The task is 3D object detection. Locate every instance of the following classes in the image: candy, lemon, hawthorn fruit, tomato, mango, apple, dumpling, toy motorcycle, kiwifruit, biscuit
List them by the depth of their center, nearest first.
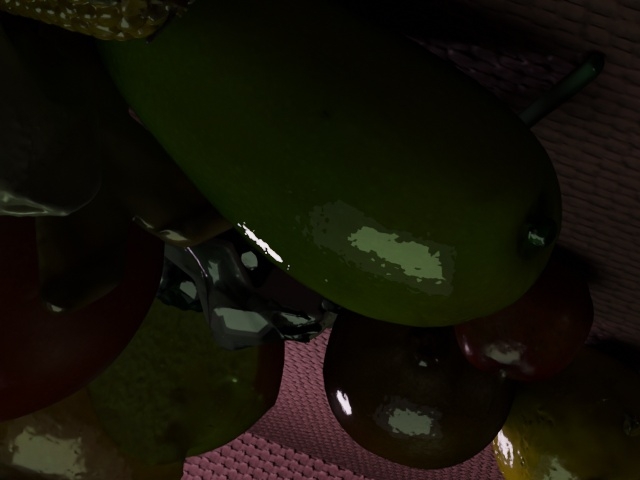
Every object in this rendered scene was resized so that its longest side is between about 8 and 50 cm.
[{"bbox_3d":[-0.006,-0.068,0.999,0.343,0.156,0.192,35,149,15],"label":"mango"},{"bbox_3d":[-0.238,-0.102,1.001,0.215,0.166,0.126,10,140,8],"label":"dumpling"},{"bbox_3d":[0.120,-0.065,1.067,0.091,0.083,0.305,-12,168,-24],"label":"candy"},{"bbox_3d":[-0.165,-0.067,1.077,0.208,0.164,0.047,59,163,10],"label":"biscuit"},{"bbox_3d":[-0.273,-0.013,1.222,0.321,0.322,0.321,21,166,5],"label":"tomato"},{"bbox_3d":[0.172,0.067,1.344,0.125,0.140,0.125,5,-165,-1],"label":"hawthorn fruit"},{"bbox_3d":[-0.047,-0.006,1.348,0.327,0.143,0.188,-1,133,30],"label":"toy motorcycle"},{"bbox_3d":[0.097,0.118,1.484,0.196,0.196,0.234,20,163,7],"label":"kiwifruit"},{"bbox_3d":[0.255,0.191,1.563,0.173,0.174,0.206,24,180,-7],"label":"lemon"},{"bbox_3d":[-0.237,0.133,1.731,0.384,0.374,0.374,24,166,-2],"label":"apple"}]

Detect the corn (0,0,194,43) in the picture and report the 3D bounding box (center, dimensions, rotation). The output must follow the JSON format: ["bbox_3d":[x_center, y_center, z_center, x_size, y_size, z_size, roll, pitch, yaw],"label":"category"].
[{"bbox_3d":[-0.203,-0.193,0.967,0.305,0.106,0.106,16,165,30],"label":"corn"}]

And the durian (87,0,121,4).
[{"bbox_3d":[-0.223,-0.207,0.821,0.306,0.167,0.172,16,162,21],"label":"durian"}]

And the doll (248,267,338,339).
[{"bbox_3d":[-0.046,0.038,1.603,0.149,0.095,0.192,13,166,40],"label":"doll"}]
